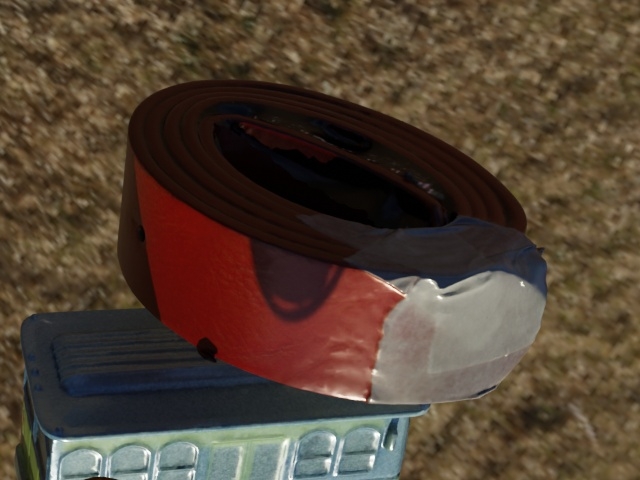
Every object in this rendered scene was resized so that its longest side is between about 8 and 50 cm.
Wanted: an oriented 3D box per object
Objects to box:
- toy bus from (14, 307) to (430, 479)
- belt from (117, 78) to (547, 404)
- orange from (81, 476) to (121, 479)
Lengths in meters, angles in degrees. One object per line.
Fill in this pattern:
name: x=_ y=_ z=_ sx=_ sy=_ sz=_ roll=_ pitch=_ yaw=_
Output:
toy bus: x=-0.085 y=0.159 z=1.221 sx=0.312 sy=0.152 sz=0.190 roll=-2 pitch=125 yaw=-19
belt: x=0.000 y=0.000 z=1.041 sx=0.227 sy=0.324 sz=0.115 roll=-27 pitch=136 yaw=-44
orange: x=-0.153 y=0.205 z=1.035 sx=0.083 sy=0.070 sz=0.083 roll=0 pitch=123 yaw=0
